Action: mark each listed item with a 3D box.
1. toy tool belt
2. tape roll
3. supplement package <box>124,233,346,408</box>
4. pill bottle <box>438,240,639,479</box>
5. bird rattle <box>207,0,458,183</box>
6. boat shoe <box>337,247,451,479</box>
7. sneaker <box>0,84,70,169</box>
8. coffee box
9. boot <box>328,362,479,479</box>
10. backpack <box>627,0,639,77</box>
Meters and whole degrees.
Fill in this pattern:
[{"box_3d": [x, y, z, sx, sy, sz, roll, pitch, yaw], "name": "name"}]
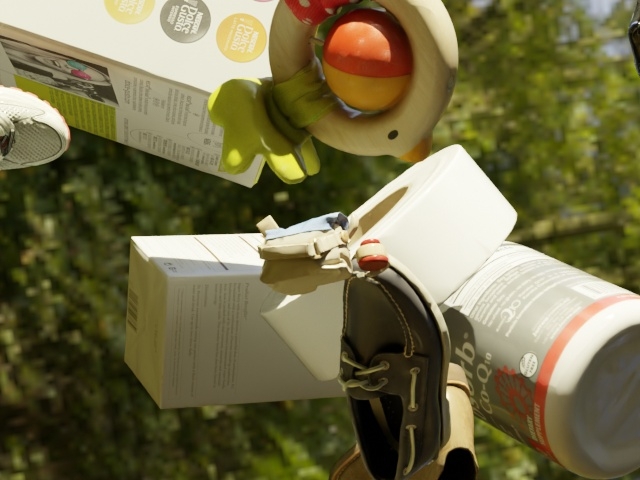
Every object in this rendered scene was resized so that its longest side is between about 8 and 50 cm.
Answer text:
[{"box_3d": [0.000, 0.000, 1.120, 0.052, 0.083, 0.051, 40, 39, -63], "name": "toy tool belt"}, {"box_3d": [0.072, 0.022, 1.908, 0.100, 0.286, 0.286, 49, -20, -6], "name": "tape roll"}, {"box_3d": [-0.086, 0.097, 2.277, 0.175, 0.293, 0.177, -141, -127, -63], "name": "supplement package"}, {"box_3d": [0.239, 0.120, 2.078, 0.363, 0.210, 0.210, 26, -57, 52], "name": "pill bottle"}, {"box_3d": [0.018, -0.165, 1.446, 0.207, 0.143, 0.253, 18, -74, 20], "name": "bird rattle"}, {"box_3d": [0.048, 0.096, 1.265, 0.075, 0.065, 0.206, 19, -40, 32], "name": "boat shoe"}, {"box_3d": [-0.342, -0.085, 1.649, 0.093, 0.225, 0.088, -121, -145, -47], "name": "sneaker"}, {"box_3d": [-0.158, -0.291, 1.915, 0.338, 0.334, 0.338, 120, -12, -78], "name": "coffee box"}, {"box_3d": [0.084, 0.256, 1.807, 0.305, 0.112, 0.115, 111, -31, -49], "name": "boot"}, {"box_3d": [0.296, -0.157, 1.368, 0.114, 0.105, 0.084, 64, 47, -63], "name": "backpack"}]
